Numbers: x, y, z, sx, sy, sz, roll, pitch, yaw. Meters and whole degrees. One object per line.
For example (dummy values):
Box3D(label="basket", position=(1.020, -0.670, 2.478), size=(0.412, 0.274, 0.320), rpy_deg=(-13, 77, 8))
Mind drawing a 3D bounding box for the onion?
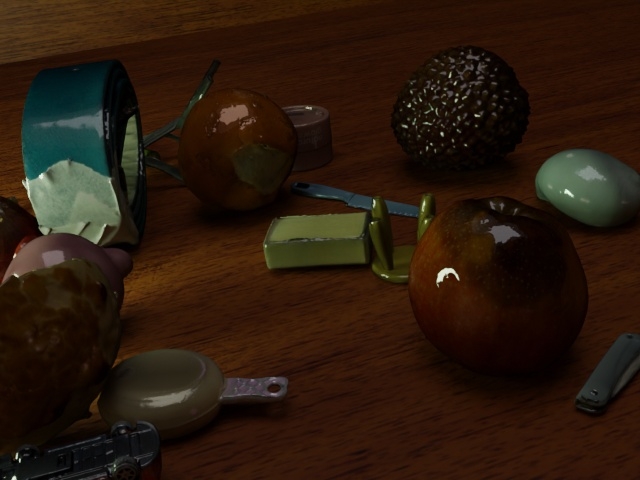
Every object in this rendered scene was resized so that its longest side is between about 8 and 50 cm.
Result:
Box3D(label="onion", position=(-0.561, -0.015, 1.261), size=(0.230, 0.163, 0.230), rpy_deg=(11, 35, -8))

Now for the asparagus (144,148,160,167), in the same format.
Box3D(label="asparagus", position=(-0.444, -0.204, 1.781), size=(0.178, 0.041, 0.045), rpy_deg=(18, 66, 39))

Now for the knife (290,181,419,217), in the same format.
Box3D(label="knife", position=(0.066, -0.078, 1.461), size=(0.313, 0.019, 0.044), rpy_deg=(13, 40, 31))

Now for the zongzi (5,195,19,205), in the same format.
Box3D(label="zongzi", position=(-0.632, -0.056, 1.536), size=(0.083, 0.040, 0.076), rpy_deg=(31, 36, 32))

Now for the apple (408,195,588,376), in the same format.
Box3D(label="apple", position=(0.227, 0.051, 0.963), size=(0.230, 0.229, 0.230), rpy_deg=(-5, 27, 2))

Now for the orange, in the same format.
Box3D(label="orange", position=(-0.156, -0.170, 1.449), size=(0.240, 0.240, 0.240), rpy_deg=(-5, 27, 2))

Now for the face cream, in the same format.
Box3D(label="face cream", position=(-0.049, -0.226, 1.674), size=(0.149, 0.104, 0.149), rpy_deg=(-4, 27, 2))

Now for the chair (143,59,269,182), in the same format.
Box3D(label="chair", position=(-0.271, -0.242, 1.660), size=(0.274, 0.191, 0.203), rpy_deg=(-47, 18, 19))

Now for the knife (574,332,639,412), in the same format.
Box3D(label="knife", position=(0.360, 0.160, 0.929), size=(0.044, 0.023, 0.162), rpy_deg=(20, 36, 33))

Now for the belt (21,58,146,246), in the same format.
Box3D(label="belt", position=(-0.416, -0.157, 1.396), size=(0.173, 0.300, 0.436), rpy_deg=(-7, 36, 0))

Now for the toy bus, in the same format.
Box3D(label="toy bus", position=(-0.252, 0.254, 0.806), size=(0.174, 0.077, 0.079), rpy_deg=(-12, 28, -12))

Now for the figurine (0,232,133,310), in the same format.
Box3D(label="figurine", position=(-0.366, 0.072, 1.089), size=(0.173, 0.173, 0.173), rpy_deg=(-5, 27, 2))

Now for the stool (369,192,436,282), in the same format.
Box3D(label="stool", position=(0.132, -0.005, 1.201), size=(0.135, 0.110, 0.134), rpy_deg=(-26, 34, -31))

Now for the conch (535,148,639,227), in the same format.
Box3D(label="conch", position=(0.472, -0.098, 1.335), size=(0.185, 0.120, 0.221), rpy_deg=(17, 15, -21))

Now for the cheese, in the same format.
Box3D(label="cheese", position=(-0.153, 0.186, 0.937), size=(0.228, 0.064, 0.137), rpy_deg=(-2, 29, 5))

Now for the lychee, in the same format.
Box3D(label="lychee", position=(0.270, -0.252, 1.518), size=(0.268, 0.267, 0.267), rpy_deg=(-5, 27, 2))

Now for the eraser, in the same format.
Box3D(label="eraser", position=(0.000, 0.000, 1.267), size=(0.172, 0.058, 0.117), rpy_deg=(-4, 23, 9))

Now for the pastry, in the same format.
Box3D(label="pastry", position=(-0.330, 0.147, 0.868), size=(0.256, 0.170, 0.237), rpy_deg=(-37, 0, -11))
